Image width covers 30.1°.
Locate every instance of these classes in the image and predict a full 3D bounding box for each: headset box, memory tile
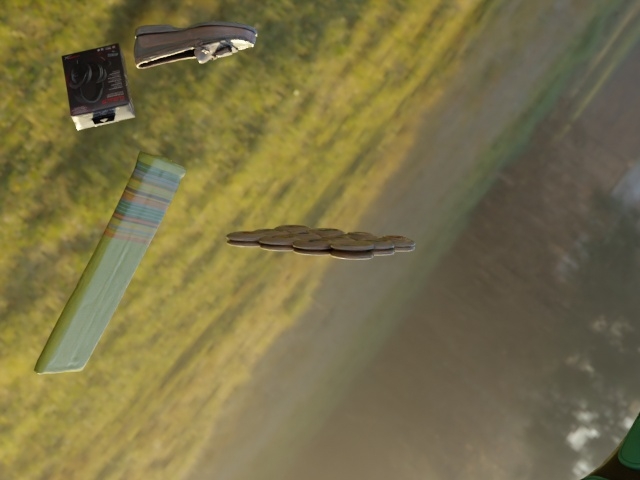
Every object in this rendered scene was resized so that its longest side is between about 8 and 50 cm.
[{"bbox_3d":[-0.228,-0.155,1.226,0.062,0.083,0.032,-12,155,-1],"label":"headset box"},{"bbox_3d":[0.000,0.000,1.053,0.113,0.148,0.012,-9,103,-56],"label":"memory tile"}]

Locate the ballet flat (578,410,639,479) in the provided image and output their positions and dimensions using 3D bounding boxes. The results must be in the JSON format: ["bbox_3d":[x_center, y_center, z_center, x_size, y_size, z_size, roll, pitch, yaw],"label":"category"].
[{"bbox_3d":[0.391,0.321,1.467,0.400,0.139,0.139,-47,169,-11],"label":"ballet flat"}]

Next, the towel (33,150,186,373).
[{"bbox_3d":[-0.209,0.023,1.174,0.237,0.021,0.102,-63,165,2],"label":"towel"}]

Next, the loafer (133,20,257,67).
[{"bbox_3d":[-0.119,-0.182,1.131,0.045,0.125,0.039,35,59,-67],"label":"loafer"}]
